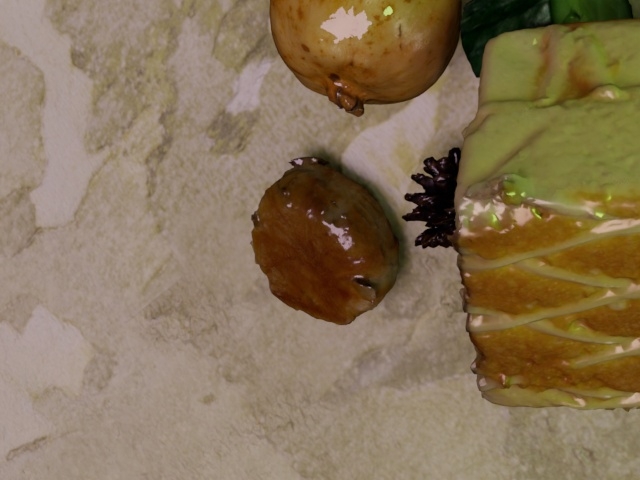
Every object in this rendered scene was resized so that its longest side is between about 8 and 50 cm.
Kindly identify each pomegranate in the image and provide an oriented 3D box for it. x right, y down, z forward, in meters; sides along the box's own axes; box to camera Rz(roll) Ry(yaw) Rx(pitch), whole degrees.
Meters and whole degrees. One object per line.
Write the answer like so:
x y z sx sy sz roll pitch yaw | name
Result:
0.052 -0.257 1.828 0.248 0.248 0.248 18 126 27 | pomegranate

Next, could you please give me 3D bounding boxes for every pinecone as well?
0.165 -0.048 1.946 0.140 0.140 0.121 -22 74 43 | pinecone

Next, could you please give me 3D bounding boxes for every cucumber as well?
0.256 -0.220 1.750 0.130 0.191 0.191 -20 103 43 | cucumber

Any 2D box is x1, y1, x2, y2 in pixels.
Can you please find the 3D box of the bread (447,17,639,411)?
0.332 -0.027 1.627 0.390 0.279 0.371 -6 138 9 | bread

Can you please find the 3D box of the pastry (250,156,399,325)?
0.000 0.000 2.116 0.218 0.100 0.229 1 122 41 | pastry
